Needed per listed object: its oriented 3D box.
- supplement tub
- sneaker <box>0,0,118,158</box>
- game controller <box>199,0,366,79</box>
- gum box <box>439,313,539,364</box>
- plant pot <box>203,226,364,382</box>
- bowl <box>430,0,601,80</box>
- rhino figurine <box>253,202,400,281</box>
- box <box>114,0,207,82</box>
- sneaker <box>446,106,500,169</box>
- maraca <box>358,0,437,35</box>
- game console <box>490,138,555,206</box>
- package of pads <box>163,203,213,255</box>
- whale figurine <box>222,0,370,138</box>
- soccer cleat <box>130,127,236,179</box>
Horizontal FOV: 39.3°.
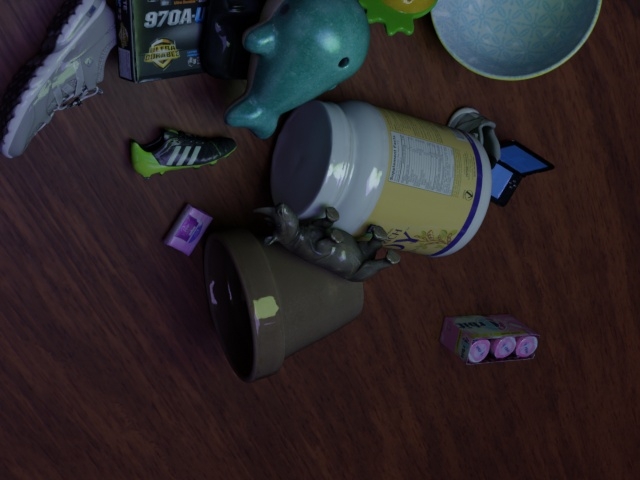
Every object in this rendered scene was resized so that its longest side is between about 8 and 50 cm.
[{"bbox_3d":[0.105,-0.109,1.564,0.331,0.241,0.241,10,106,-30],"label":"supplement tub"},{"bbox_3d":[-0.380,-0.233,1.337,0.115,0.105,0.281,34,93,-34],"label":"sneaker"},{"bbox_3d":[-0.053,-0.341,1.456,0.319,0.067,0.166,-8,129,-40],"label":"game controller"},{"bbox_3d":[0.365,0.209,1.918,0.188,0.107,0.062,0,111,-28],"label":"gum box"},{"bbox_3d":[-0.055,0.093,1.552,0.229,0.263,0.263,-12,116,-21],"label":"plant pot"},{"bbox_3d":[0.350,-0.425,1.586,0.289,0.289,0.156,-70,165,13],"label":"bowl"},{"bbox_3d":[0.000,0.000,1.434,0.243,0.073,0.106,22,141,-21],"label":"rhino figurine"},{"bbox_3d":[-0.209,-0.344,1.375,0.220,0.051,0.175,-18,119,-40],"label":"box"},{"bbox_3d":[0.270,-0.133,1.704,0.086,0.132,0.228,9,107,-30],"label":"sneaker"},{"bbox_3d":[0.133,-0.419,1.507,0.127,0.099,0.185,29,62,1],"label":"maraca"},{"bbox_3d":[0.370,-0.132,1.785,0.144,0.085,0.124,25,98,-33],"label":"game console"},{"bbox_3d":[-0.230,-0.019,1.553,0.050,0.032,0.083,30,96,-35],"label":"package of pads"},{"bbox_3d":[-0.032,-0.264,1.373,0.272,0.141,0.216,-53,145,13],"label":"whale figurine"},{"bbox_3d":[-0.226,-0.154,1.482,0.179,0.060,0.072,-15,116,-18],"label":"soccer cleat"}]
